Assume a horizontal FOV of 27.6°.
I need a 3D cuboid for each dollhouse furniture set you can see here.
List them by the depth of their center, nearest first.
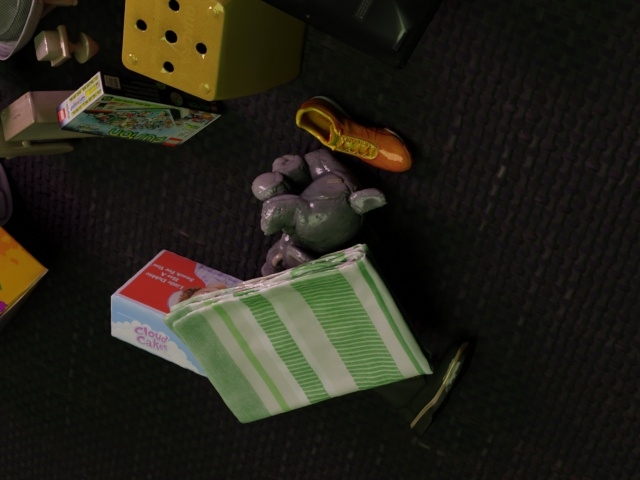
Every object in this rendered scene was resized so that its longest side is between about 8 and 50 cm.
[{"bbox_3d":[-0.409,-0.330,1.948,0.303,0.174,0.355,-21,78,51],"label":"dollhouse furniture set"}]

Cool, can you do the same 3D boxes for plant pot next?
[{"bbox_3d":[-0.148,-0.302,1.711,0.212,0.187,0.212,24,129,17],"label":"plant pot"}]

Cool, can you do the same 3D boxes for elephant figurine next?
[{"bbox_3d":[0.000,0.000,1.866,0.169,0.186,0.239,-18,130,-8],"label":"elephant figurine"}]

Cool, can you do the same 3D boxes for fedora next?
[{"bbox_3d":[-0.489,-0.375,1.801,0.275,0.124,0.243,40,125,42],"label":"fedora"}]

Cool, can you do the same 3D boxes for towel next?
[{"bbox_3d":[-0.029,0.142,1.850,0.325,0.038,0.248,-18,123,22],"label":"towel"}]

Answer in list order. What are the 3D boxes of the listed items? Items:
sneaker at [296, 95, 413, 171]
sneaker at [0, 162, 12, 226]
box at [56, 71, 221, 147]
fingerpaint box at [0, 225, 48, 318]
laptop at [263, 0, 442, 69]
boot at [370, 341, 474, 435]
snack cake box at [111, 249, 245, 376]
[{"bbox_3d":[0.044,-0.135,1.786,0.175,0.067,0.064,26,128,12],"label":"sneaker"},{"bbox_3d":[-0.641,-0.131,2.192,0.305,0.114,0.152,42,154,-3],"label":"sneaker"},{"bbox_3d":[-0.257,-0.184,1.855,0.114,0.207,0.036,-30,65,40],"label":"box"},{"bbox_3d":[-0.671,0.027,2.157,0.371,0.163,0.445,44,153,-4],"label":"fingerpaint box"},{"bbox_3d":[0.016,-0.486,1.522,0.408,0.236,0.382,26,129,-6],"label":"laptop"},{"bbox_3d":[0.136,0.194,1.946,0.137,0.077,0.198,36,130,12],"label":"boot"},{"bbox_3d":[-0.175,0.126,2.030,0.264,0.152,0.089,21,129,18],"label":"snack cake box"}]
